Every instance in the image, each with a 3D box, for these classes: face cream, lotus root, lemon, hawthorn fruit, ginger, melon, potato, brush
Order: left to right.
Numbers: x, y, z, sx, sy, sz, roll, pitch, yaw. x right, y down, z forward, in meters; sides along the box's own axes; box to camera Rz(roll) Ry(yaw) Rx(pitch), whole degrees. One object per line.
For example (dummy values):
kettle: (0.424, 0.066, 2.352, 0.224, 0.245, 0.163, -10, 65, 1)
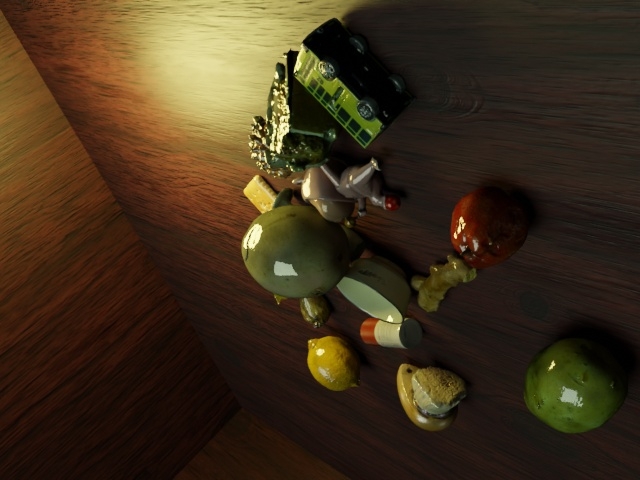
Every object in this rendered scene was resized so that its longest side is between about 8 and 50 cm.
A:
melon: (-0.072, 0.032, 1.876, 0.330, 0.268, 0.269, 4, 131, 39)
lotus root: (-0.029, 0.226, 2.439, 0.108, 0.094, 0.191, -16, 108, 17)
lemon: (0.052, 0.469, 2.531, 0.256, 0.188, 0.188, 43, 153, 6)
face cream: (0.227, 0.299, 2.155, 0.096, 0.096, 0.214, 55, 152, -15)
brush: (0.346, 0.484, 2.179, 0.267, 0.174, 0.166, 45, 144, 39)
ginger: (0.333, 0.114, 1.792, 0.118, 0.065, 0.299, 58, 153, 7)
hawthorn fruit: (0.366, -0.023, 1.452, 0.173, 0.179, 0.173, 12, 161, 4)
potato: (0.601, 0.348, 1.578, 0.215, 0.216, 0.304, 35, 161, 21)

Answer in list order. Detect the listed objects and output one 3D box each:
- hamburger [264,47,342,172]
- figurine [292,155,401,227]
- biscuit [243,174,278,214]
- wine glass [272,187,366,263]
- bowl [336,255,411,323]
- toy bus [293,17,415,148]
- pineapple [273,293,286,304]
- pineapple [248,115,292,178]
hamburger: (-0.035, -0.304, 1.630, 0.192, 0.288, 0.167, 10, 165, -32)
figurine: (0.063, -0.131, 1.746, 0.287, 0.186, 0.176, 0, 172, 36)
biscuit: (-0.158, -0.101, 2.242, 0.250, 0.030, 0.160, 49, 153, -4)
wine glass: (0.000, 0.000, 2.101, 0.309, 0.096, 0.264, 35, 156, 21)
bowl: (0.172, 0.131, 1.948, 0.237, 0.126, 0.238, 32, 162, 11)
toy bus: (0.066, -0.350, 1.489, 0.262, 0.128, 0.150, 46, 153, 1)
pineapple: (-0.125, 0.077, 2.384, 0.140, 0.164, 0.250, -100, -11, -63)
pineapple: (-0.125, -0.269, 1.840, 0.193, 0.166, 0.166, 51, 153, -2)
